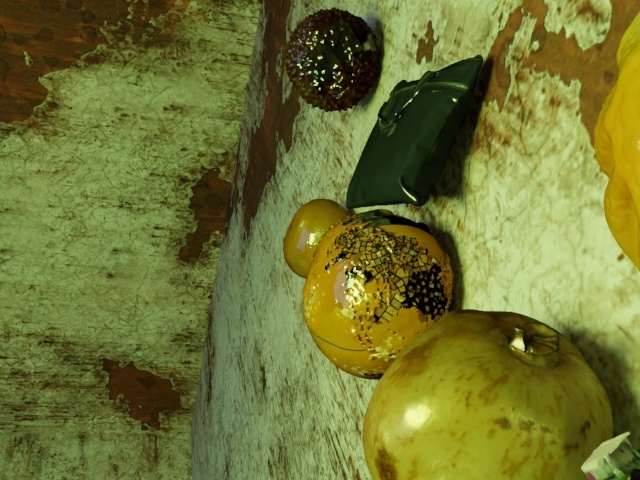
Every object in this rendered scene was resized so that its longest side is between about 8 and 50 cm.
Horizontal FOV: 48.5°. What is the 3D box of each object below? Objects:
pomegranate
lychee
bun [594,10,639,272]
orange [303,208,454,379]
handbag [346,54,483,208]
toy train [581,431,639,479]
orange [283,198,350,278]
[{"bbox_3d":[0.142,0.156,0.619,0.215,0.215,0.215,-175,90,-74],"label":"pomegranate"},{"bbox_3d":[0.019,-0.324,1.284,0.188,0.188,0.188,-175,90,-74],"label":"lychee"},{"bbox_3d":[0.258,-0.071,0.384,0.299,0.165,0.298,-176,90,-73],"label":"bun"},{"bbox_3d":[0.072,0.071,0.955,0.234,0.182,0.234,-175,90,-68],"label":"orange"},{"bbox_3d":[0.121,-0.140,0.973,0.211,0.089,0.254,-66,15,-6],"label":"handbag"},{"bbox_3d":[0.230,0.180,0.348,0.177,0.134,0.261,53,149,12],"label":"toy train"},{"bbox_3d":[0.000,0.000,1.327,0.156,0.124,0.156,-60,15,27],"label":"orange"}]
